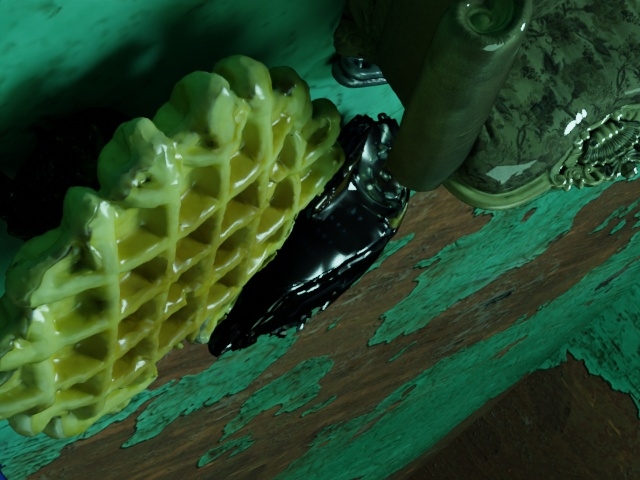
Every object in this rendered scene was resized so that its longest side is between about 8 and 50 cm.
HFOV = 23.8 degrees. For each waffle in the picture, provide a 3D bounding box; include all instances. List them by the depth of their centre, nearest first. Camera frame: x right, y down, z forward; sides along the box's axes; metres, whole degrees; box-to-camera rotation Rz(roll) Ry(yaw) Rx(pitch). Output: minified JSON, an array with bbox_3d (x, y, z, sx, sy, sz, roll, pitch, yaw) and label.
[{"bbox_3d":[-0.090,0.011,0.861,0.261,0.056,0.250,-52,163,13],"label":"waffle"}]

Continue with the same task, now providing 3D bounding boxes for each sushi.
[{"bbox_3d":[-0.136,-0.031,0.838,0.083,0.056,0.085,-44,162,14],"label":"sushi"}]

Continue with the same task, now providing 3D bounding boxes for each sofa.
[{"bbox_3d":[0.152,-0.148,0.882,0.258,0.182,0.200,-31,163,-19],"label":"sofa"}]

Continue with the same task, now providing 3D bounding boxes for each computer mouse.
[{"bbox_3d":[0.000,0.000,1.050,0.241,0.077,0.146,-53,-176,-36],"label":"computer mouse"}]

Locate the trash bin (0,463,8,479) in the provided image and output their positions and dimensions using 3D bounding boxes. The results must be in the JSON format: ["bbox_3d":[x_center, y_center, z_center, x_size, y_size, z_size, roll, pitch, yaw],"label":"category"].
[{"bbox_3d":[-0.243,0.290,1.208,0.184,0.234,0.162,-33,165,-13],"label":"trash bin"}]

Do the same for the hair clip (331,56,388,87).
[{"bbox_3d":[0.119,-0.150,1.064,0.275,0.048,0.083,-27,166,-27],"label":"hair clip"}]
